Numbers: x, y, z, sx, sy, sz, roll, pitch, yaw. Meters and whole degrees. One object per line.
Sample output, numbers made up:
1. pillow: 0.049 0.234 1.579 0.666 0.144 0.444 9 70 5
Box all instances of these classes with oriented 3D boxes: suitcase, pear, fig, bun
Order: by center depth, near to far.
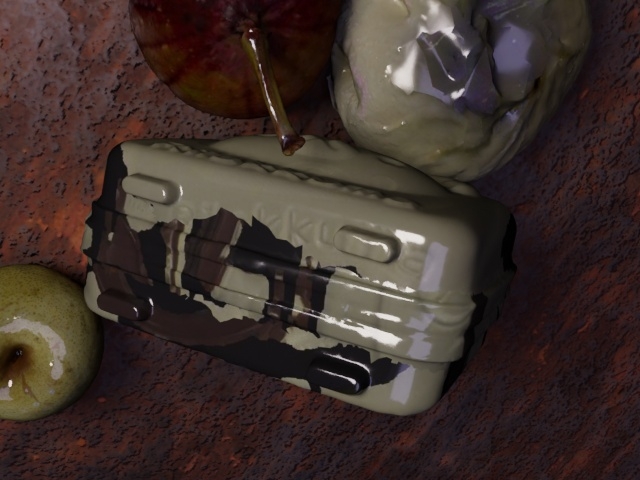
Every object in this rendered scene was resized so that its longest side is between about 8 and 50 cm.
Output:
1. fig: -0.069 -0.197 0.659 0.186 0.249 0.204 27 104 -11
2. suitcase: 0.000 0.000 0.733 0.351 0.339 0.194 16 101 21
3. bun: 0.141 -0.178 0.772 0.273 0.168 0.273 -7 112 -17
4. pear: -0.308 0.104 0.819 0.167 0.136 0.167 -5 114 -11
